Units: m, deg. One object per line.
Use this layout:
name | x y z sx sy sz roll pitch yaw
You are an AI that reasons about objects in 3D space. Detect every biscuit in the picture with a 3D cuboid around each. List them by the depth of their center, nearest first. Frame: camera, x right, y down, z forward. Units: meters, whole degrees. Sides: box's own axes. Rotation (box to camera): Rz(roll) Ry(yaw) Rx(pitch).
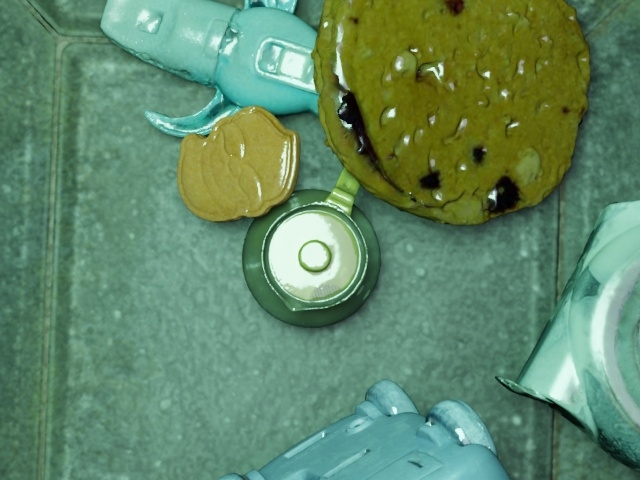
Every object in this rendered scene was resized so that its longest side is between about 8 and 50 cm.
biscuit | -0.075 -0.068 1.144 0.130 0.019 0.102 -15 80 25
biscuit | 0.120 -0.151 1.153 0.296 0.075 0.296 -1 93 -30

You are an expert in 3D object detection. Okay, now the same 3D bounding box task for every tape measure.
tape measure | 0.335 0.092 1.154 0.275 0.147 0.256 28 85 3

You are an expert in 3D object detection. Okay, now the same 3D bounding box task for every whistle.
whistle | -0.073 -0.175 1.179 0.274 0.093 0.186 19 90 3

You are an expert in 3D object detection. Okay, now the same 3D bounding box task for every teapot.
teapot | 0.000 0.000 1.158 0.130 0.119 0.166 25 87 -1

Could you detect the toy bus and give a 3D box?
toy bus | 0.059 0.270 1.073 0.197 0.294 0.232 -29 101 -19
